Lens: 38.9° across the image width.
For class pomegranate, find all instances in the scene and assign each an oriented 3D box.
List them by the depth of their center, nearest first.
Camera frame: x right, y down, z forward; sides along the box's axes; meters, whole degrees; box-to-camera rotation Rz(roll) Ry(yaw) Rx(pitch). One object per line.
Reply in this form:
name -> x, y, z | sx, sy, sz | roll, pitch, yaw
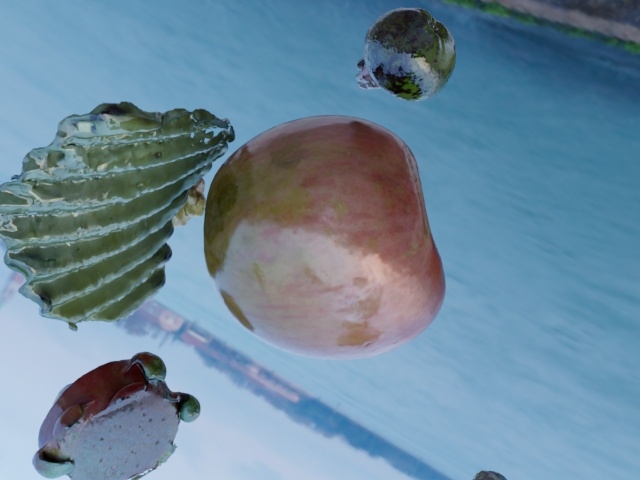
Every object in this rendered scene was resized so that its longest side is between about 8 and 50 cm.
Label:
pomegranate -> 0.114, -0.264, 1.275 | 0.138, 0.125, 0.163 | 9, -169, -39

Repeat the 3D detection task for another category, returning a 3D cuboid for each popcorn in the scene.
popcorn -> -0.273, -0.117, 1.556 | 0.163, 0.140, 0.194 | -159, 55, -75

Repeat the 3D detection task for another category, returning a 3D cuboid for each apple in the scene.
apple -> 0.000, 0.000, 1.328 | 0.364, 0.364, 0.364 | 30, 171, 5

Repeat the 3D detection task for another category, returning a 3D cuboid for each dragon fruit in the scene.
dragon fruit -> -0.353, 0.309, 1.549 | 0.295, 0.268, 0.130 | -9, -147, -39

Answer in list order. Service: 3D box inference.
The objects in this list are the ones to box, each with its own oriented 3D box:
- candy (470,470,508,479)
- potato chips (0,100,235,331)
candy -> 0.170, 0.298, 0.932 | 0.095, 0.110, 0.085 | 34, 140, 46
potato chips -> -0.287, -0.045, 1.305 | 0.097, 0.373, 0.389 | 36, -166, 24
